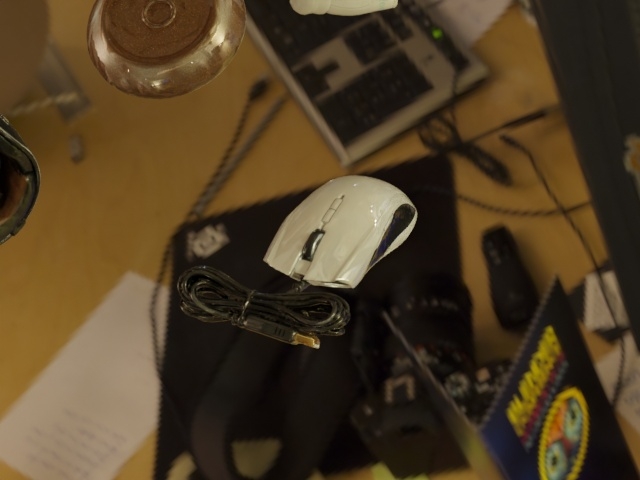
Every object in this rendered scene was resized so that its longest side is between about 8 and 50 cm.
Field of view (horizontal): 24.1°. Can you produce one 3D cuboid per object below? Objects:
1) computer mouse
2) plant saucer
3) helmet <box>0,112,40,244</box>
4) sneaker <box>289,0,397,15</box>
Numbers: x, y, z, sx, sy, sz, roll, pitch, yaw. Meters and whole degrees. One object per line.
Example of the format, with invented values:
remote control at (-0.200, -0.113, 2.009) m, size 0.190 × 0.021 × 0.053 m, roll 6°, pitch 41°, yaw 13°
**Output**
computer mouse at (0.000, 0.000, 0.959) m, size 0.106 × 0.042 × 0.193 m, roll 13°, pitch 34°, yaw 24°
plant saucer at (-0.189, -0.265, 1.793) m, size 0.198 × 0.036 × 0.198 m, roll -3°, pitch 70°, yaw 9°
helmet at (-0.380, -0.078, 1.504) m, size 0.161 × 0.169 × 0.169 m, roll 33°, pitch 70°, yaw 26°
sneaker at (0.021, -0.272, 1.167) m, size 0.094 × 0.080 × 0.212 m, roll 2°, pitch 77°, yaw -14°
